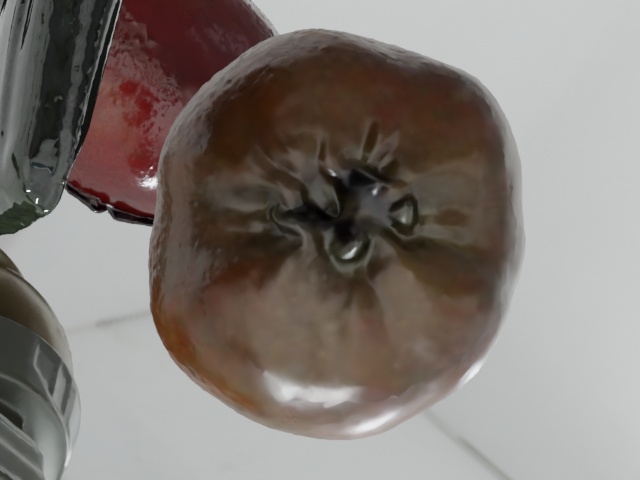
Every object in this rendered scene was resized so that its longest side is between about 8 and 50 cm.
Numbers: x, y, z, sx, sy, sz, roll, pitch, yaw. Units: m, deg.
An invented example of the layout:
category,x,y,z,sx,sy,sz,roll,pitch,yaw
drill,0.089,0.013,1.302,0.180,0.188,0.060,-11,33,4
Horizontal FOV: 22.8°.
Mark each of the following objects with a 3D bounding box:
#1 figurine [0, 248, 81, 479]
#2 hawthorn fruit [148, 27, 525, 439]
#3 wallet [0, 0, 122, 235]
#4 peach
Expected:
category,x,y,z,sx,sy,sz,roll,pitch,yaw
figurine,-0.225,0.095,0.921,0.167,0.342,0.285,20,-151,-21
hawthorn fruit,0.000,0.000,0.815,0.199,0.199,0.251,36,171,-4
wallet,-0.108,-0.121,0.635,0.052,0.245,0.168,15,168,-23
peach,-0.171,-0.186,1.494,0.361,0.201,0.257,42,-141,6
